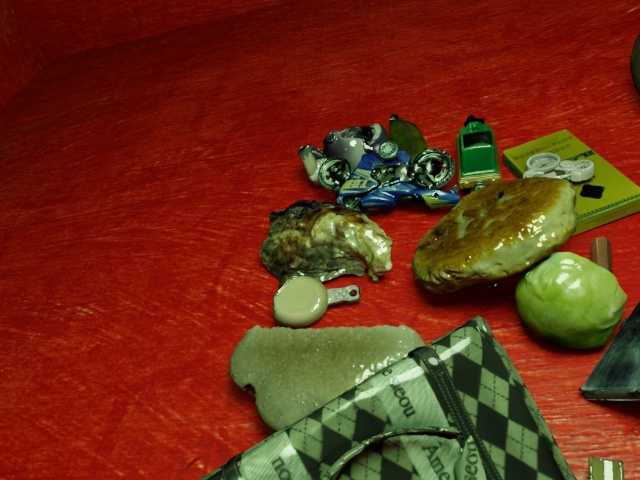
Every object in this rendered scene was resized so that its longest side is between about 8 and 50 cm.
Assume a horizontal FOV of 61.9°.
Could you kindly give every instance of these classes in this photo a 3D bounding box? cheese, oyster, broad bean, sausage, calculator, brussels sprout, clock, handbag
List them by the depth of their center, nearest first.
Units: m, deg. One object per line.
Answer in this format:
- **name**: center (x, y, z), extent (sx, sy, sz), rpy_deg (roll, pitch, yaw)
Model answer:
- **handbag**: center (0.083, 0.321, 0.590), extent (0.416, 0.180, 0.317), rpy_deg (-29, 71, -9)
- **calculator**: center (0.487, 0.126, 0.756), extent (0.261, 0.021, 0.161), rpy_deg (-41, 0, -23)
- **brussels sprout**: center (0.375, 0.099, 0.818), extent (0.151, 0.149, 0.122), rpy_deg (8, 63, 51)
- **sausage**: center (0.482, 0.048, 0.912), extent (0.030, 0.035, 0.147), rpy_deg (24, 47, 0)
- **cheese**: center (-0.012, 0.108, 1.019), extent (0.171, 0.048, 0.092), rpy_deg (-25, 61, -5)
- **clock**: center (0.469, -0.138, 1.058), extent (0.129, 0.041, 0.087), rpy_deg (16, 49, 43)
- **oyster**: center (-0.006, -0.004, 1.088), extent (0.271, 0.100, 0.275), rpy_deg (-33, 59, 17)
- **broad bean**: center (0.220, -0.225, 1.299), extent (0.077, 0.061, 0.339), rpy_deg (-20, 39, 10)

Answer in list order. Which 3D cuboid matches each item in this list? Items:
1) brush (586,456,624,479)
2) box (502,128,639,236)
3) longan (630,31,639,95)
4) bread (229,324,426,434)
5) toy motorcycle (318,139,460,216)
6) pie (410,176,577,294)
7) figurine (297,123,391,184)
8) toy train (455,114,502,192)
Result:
- **brush**: center (0.329, 0.377, 0.609), extent (0.043, 0.036, 0.248), rpy_deg (-2, 50, 26)
- **box**: center (0.508, -0.129, 1.093), extent (0.153, 0.041, 0.279), rpy_deg (-19, 40, 0)
- **longan**: center (0.808, -0.369, 1.064), extent (0.288, 0.288, 0.350), rpy_deg (-32, 48, -14)
- **bread**: center (0.003, 0.226, 0.851), extent (0.337, 0.102, 0.183), rpy_deg (-4, 42, 19)
- **toy motorcycle**: center (0.140, -0.115, 1.154), extent (0.315, 0.113, 0.169), rpy_deg (-1, 71, 19)
- **pie**: center (0.290, -0.015, 0.932), extent (0.315, 0.092, 0.315), rpy_deg (-34, 12, 8)
- **figurine**: center (0.064, -0.204, 1.284), extent (0.222, 0.145, 0.145), rpy_deg (-19, 40, 11)
- **toy train**: center (0.340, -0.193, 1.159), extent (0.091, 0.136, 0.228), rpy_deg (-5, 45, 17)
